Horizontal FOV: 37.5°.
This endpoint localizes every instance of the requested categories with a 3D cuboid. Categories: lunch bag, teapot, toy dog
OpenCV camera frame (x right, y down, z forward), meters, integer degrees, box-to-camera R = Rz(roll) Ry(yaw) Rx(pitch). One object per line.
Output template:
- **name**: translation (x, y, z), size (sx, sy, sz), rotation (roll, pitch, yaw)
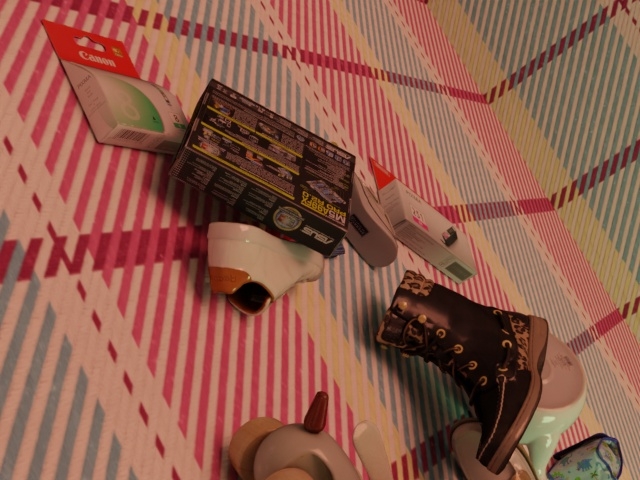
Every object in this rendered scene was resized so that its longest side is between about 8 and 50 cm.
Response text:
- **lunch bag**: translation (0.557, 0.467, 1.968), size (0.096, 0.128, 0.151), rotation (60, 26, 8)
- **teapot**: translation (0.368, 0.291, 1.801), size (0.252, 0.187, 0.256), rotation (27, 43, 9)
- **toy dog**: translation (0.044, 0.283, 1.165), size (0.220, 0.161, 0.333), rotation (38, 11, 38)

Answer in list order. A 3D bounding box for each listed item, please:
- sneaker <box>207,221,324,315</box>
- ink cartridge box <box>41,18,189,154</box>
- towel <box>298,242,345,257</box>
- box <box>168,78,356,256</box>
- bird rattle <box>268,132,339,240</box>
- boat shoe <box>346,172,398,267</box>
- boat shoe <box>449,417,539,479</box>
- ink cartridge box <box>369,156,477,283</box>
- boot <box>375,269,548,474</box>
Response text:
- **sneaker**: translation (-0.086, 0.055, 1.411), size (0.290, 0.105, 0.123), rotation (19, 73, -61)
- **ink cartridge box**: translation (-0.299, -0.239, 1.415), size (0.181, 0.056, 0.225), rotation (2, 58, -60)
- **towel**: translation (0.000, 0.000, 1.674), size (0.067, 0.029, 0.119), rotation (60, 26, 13)
- **box**: translation (-0.079, -0.115, 1.434), size (0.270, 0.060, 0.216), rotation (27, 35, -14)
- **bird rattle**: translation (-0.079, -0.097, 1.594), size (0.207, 0.143, 0.253), rotation (37, 33, 1)
- **boat shoe**: translation (0.064, -0.072, 1.804), size (0.267, 0.096, 0.088), rotation (49, 21, -15)
- **boat shoe**: translation (0.325, 0.439, 1.610), size (0.302, 0.113, 0.103), rotation (52, 21, -6)
- **ink cartridge box**: translation (0.233, -0.057, 2.125), size (0.275, 0.060, 0.239), rotation (34, 33, -37)
- **boot**: translation (0.229, 0.205, 1.597), size (0.284, 0.138, 0.377), rotation (24, 38, 5)
